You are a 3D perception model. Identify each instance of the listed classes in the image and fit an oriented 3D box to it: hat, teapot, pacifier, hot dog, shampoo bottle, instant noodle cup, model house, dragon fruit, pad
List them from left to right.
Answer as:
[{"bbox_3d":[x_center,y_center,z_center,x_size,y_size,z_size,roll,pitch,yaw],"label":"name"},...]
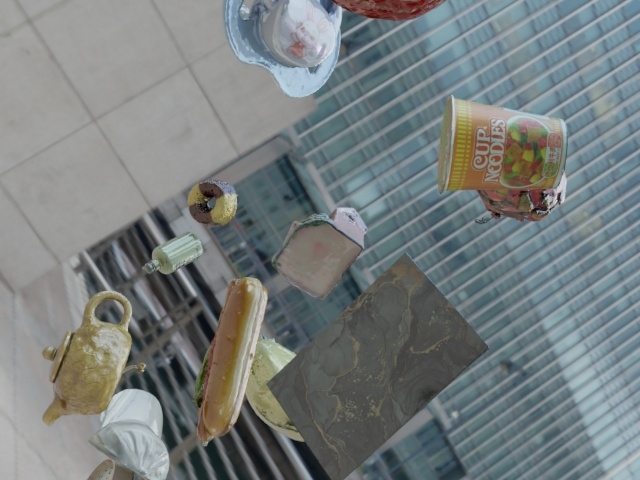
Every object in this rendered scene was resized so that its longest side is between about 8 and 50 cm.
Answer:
[{"bbox_3d":[-0.508,0.251,1.710,0.167,0.311,0.203,22,-10,-15],"label":"teapot"},{"bbox_3d":[-0.409,0.459,1.880,0.164,0.226,0.219,-18,-53,40],"label":"hat"},{"bbox_3d":[-0.392,0.041,2.107,0.079,0.162,0.079,28,-46,34],"label":"shampoo bottle"},{"bbox_3d":[-0.125,0.161,1.074,0.062,0.235,0.092,19,-23,-16],"label":"hot dog"},{"bbox_3d":[-0.091,-0.400,1.455,0.226,0.238,0.287,13,-8,41],"label":"pacifier"},{"bbox_3d":[0.000,0.000,2.388,0.202,0.237,0.237,31,25,-9],"label":"model house"},{"bbox_3d":[0.092,0.225,1.439,0.247,0.367,0.007,50,6,33],"label":"pad"},{"bbox_3d":[0.291,-0.147,1.290,0.168,0.185,0.168,6,90,-88],"label":"instant noodle cup"},{"bbox_3d":[0.515,-0.185,2.143,0.269,0.250,0.291,0,-16,39],"label":"dragon fruit"}]

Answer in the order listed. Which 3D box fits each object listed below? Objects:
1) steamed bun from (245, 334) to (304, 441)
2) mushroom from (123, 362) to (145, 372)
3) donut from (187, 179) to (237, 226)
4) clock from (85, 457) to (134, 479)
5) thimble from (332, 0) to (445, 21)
[{"bbox_3d":[-0.097,0.381,2.000,0.232,0.166,0.273,33,10,-41],"label":"steamed bun"},{"bbox_3d":[-0.581,0.390,2.126,0.026,0.286,0.028,53,17,-33],"label":"mushroom"},{"bbox_3d":[-0.291,-0.102,2.119,0.140,0.140,0.059,54,21,19],"label":"donut"},{"bbox_3d":[-0.499,0.586,1.849,0.063,0.155,0.229,36,-31,-24],"label":"clock"},{"bbox_3d":[0.099,-0.493,1.074,0.350,0.350,0.230,58,-10,-3],"label":"thimble"}]
